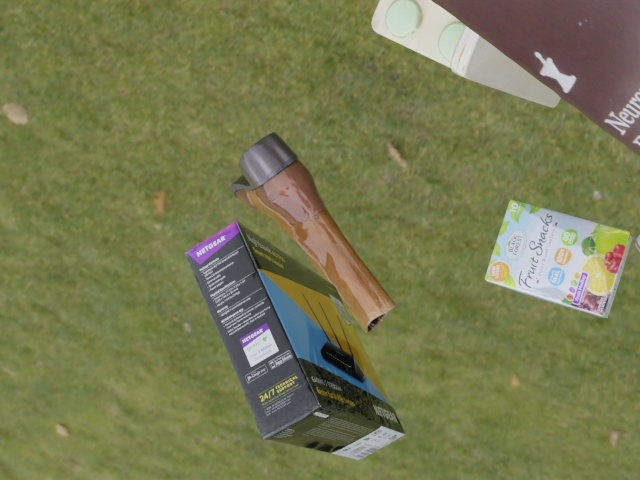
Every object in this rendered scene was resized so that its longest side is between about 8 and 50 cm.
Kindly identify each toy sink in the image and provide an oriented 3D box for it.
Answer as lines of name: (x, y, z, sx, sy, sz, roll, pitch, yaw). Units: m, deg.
toy sink: (0.145, -0.219, 0.851, 0.131, 0.234, 0.153, 31, 107, 27)

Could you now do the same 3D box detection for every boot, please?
boot: (0.000, 0.000, 1.353, 0.280, 0.096, 0.264, 53, 164, 3)

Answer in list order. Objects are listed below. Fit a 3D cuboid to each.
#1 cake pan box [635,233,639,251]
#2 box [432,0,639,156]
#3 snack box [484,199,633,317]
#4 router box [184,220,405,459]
cake pan box: (0.412, -0.059, 0.755, 0.266, 0.070, 0.246, 0, 141, -26)
box: (0.129, -0.163, 0.400, 0.381, 0.143, 0.191, 40, 166, 10)
snack box: (0.271, 0.020, 1.131, 0.141, 0.100, 0.037, 18, 179, 24)
router box: (-0.012, 0.074, 0.671, 0.046, 0.133, 0.179, -31, 156, 10)
